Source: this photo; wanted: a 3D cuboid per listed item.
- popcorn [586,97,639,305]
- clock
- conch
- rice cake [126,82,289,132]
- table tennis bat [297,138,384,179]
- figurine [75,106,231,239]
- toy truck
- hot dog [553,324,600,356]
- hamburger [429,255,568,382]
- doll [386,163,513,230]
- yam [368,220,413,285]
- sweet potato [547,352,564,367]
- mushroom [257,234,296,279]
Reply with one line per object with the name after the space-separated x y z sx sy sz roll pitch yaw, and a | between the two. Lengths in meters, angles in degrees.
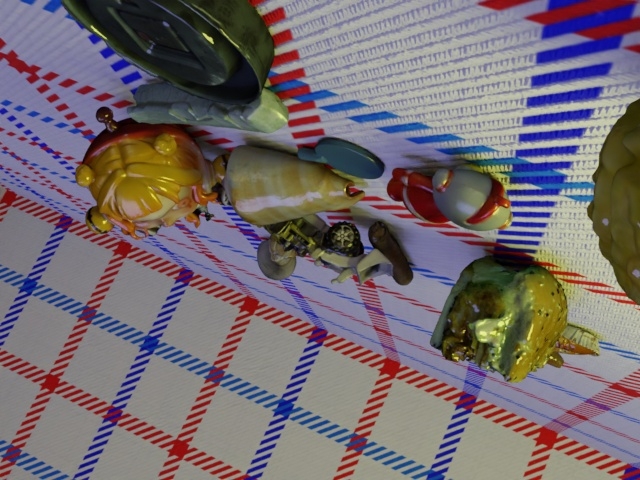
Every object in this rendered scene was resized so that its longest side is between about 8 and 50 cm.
0.317 -0.033 0.537 0.249 0.249 0.225 14 134 43 | popcorn
-0.183 -0.259 0.907 0.280 0.055 0.280 25 168 6 | clock
-0.063 -0.075 1.257 0.255 0.127 0.158 15 163 37 | conch
-0.172 -0.197 1.126 0.336 0.063 0.066 10 170 46 | rice cake
0.027 -0.122 1.141 0.155 0.019 0.100 12 162 41 | table tennis bat
-0.308 -0.117 1.415 0.320 0.196 0.323 -21 166 8 | figurine
0.000 0.000 1.408 0.286 0.111 0.136 36 172 13 | toy truck
0.451 0.186 1.487 0.192 0.053 0.099 19 170 38 | hot dog
0.301 0.116 1.238 0.167 0.192 0.288 25 -166 28 | hamburger
0.173 -0.055 1.004 0.142 0.076 0.245 29 171 -19 | doll
0.136 0.028 1.473 0.046 0.046 0.264 20 166 25 | yam
0.407 0.211 1.672 0.255 0.058 0.078 21 -172 37 | sweet potato
-0.109 0.047 1.927 0.116 0.093 0.225 48 170 -5 | mushroom
